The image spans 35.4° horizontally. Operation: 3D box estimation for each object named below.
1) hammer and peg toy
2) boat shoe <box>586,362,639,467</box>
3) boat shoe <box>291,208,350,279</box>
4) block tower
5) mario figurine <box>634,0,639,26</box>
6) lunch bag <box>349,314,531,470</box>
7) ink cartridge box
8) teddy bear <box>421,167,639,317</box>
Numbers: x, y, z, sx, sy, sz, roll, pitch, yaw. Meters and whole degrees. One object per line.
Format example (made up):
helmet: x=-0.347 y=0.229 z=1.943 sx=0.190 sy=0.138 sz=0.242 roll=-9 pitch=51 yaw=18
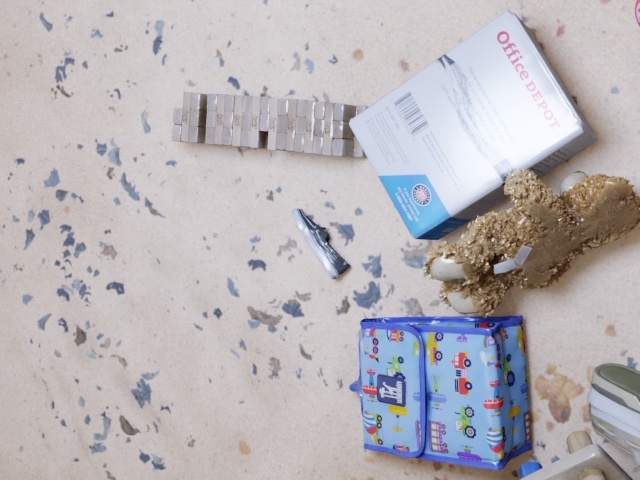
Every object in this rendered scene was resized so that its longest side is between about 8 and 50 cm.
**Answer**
hammer and peg toy: x=0.319 y=0.450 z=1.516 sx=0.361 sy=0.127 sz=0.266 roll=-32 pitch=124 yaw=20
boat shoe: x=0.514 y=0.290 z=1.457 sx=0.302 sy=0.113 sz=0.103 roll=38 pitch=128 yaw=54
boat shoe: x=0.000 y=0.000 z=1.729 sx=0.040 sy=0.049 sz=0.142 roll=-33 pitch=82 yaw=1
block tower: x=-0.088 y=-0.200 z=1.723 sx=0.336 sy=0.097 sz=0.090 roll=6 pitch=97 yaw=20
mario figurine: x=0.565 y=-0.339 z=1.352 sx=0.321 sy=0.170 sz=0.198 roll=-5 pitch=50 yaw=49
lunch bag: x=0.180 y=0.238 z=1.642 sx=0.293 sy=0.138 sz=0.220 roll=-2 pitch=94 yaw=35
ink cartridge box: x=0.237 y=-0.172 z=1.565 sx=0.307 sy=0.129 sz=0.223 roll=-33 pitch=74 yaw=21
teddy bear: x=0.311 y=-0.007 z=1.518 sx=0.338 sy=0.245 sz=0.113 roll=-42 pitch=36 yaw=17
